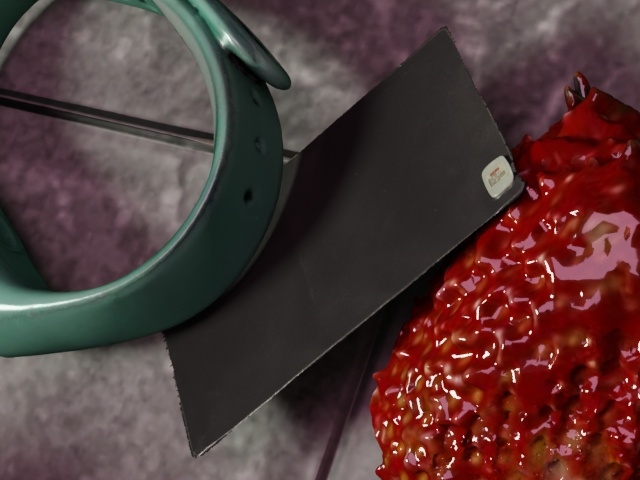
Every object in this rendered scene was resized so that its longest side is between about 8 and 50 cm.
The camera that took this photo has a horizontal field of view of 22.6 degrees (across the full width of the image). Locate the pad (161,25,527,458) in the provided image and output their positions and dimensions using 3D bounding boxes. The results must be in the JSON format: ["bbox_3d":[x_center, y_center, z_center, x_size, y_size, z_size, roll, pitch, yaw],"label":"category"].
[{"bbox_3d":[0.000,0.000,0.699,0.193,0.004,0.116,-41,40,20],"label":"pad"}]

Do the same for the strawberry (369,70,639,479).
[{"bbox_3d":[0.108,0.039,0.640,0.167,0.087,0.208,26,84,26],"label":"strawberry"}]

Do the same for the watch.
[{"bbox_3d":[-0.121,-0.056,0.766,0.195,0.068,0.237,-43,54,9],"label":"watch"}]
